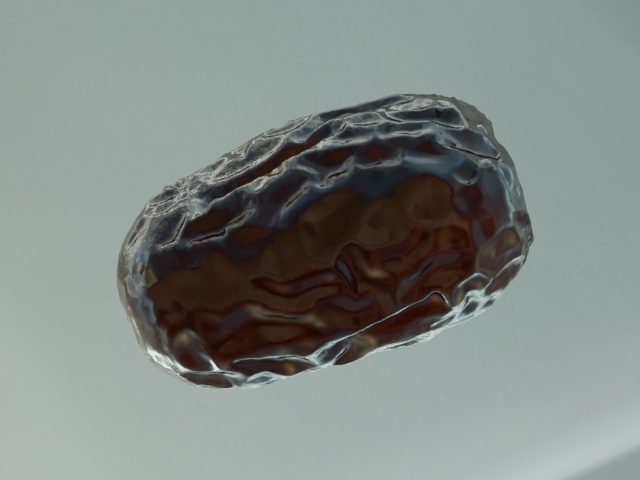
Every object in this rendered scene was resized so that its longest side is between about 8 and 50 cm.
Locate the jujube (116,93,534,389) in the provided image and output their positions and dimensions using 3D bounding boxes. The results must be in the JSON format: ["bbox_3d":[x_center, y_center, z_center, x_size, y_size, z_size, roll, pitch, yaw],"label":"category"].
[{"bbox_3d":[0.000,0.000,0.662,0.176,0.112,0.109,-19,-97,-1],"label":"jujube"}]
